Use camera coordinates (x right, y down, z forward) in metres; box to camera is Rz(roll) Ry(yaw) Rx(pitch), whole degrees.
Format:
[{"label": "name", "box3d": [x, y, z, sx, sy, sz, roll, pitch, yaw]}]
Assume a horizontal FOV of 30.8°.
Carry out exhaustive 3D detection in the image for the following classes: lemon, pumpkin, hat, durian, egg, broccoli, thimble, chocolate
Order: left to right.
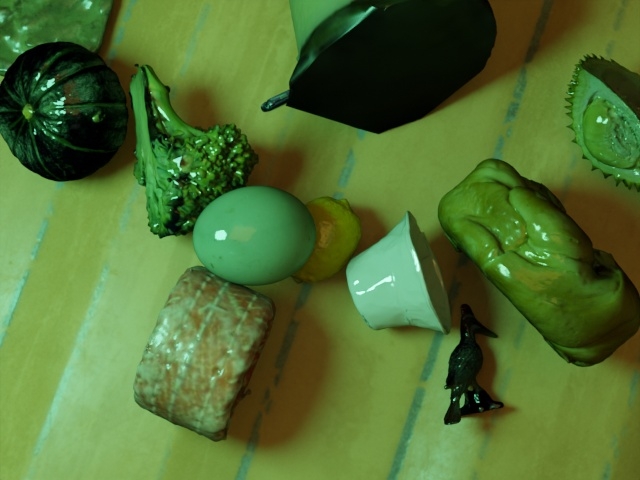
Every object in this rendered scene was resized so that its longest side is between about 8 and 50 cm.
[{"label": "pumpkin", "box3d": [-0.410, -0.203, 1.837, 0.220, 0.162, 0.220, 3, 96, 28]}, {"label": "broccoli", "box3d": [-0.192, -0.145, 1.825, 0.180, 0.242, 0.273, -7, 86, -23]}, {"label": "thimble", "box3d": [-0.172, 0.173, 1.750, 0.162, 0.239, 0.239, 22, 80, 2]}, {"label": "egg", "box3d": [-0.098, -0.007, 1.726, 0.192, 0.149, 0.149, -2, 78, -33]}, {"label": "lemon", "box3d": [0.000, 0.000, 1.841, 0.114, 0.114, 0.155, 35, 89, 6]}, {"label": "chocolate", "box3d": [0.088, -0.377, 1.831, 0.326, 0.314, 0.297, -42, 56, 31]}, {"label": "hat", "box3d": [0.117, 0.068, 1.811, 0.126, 0.203, 0.203, -21, 80, 12]}, {"label": "durian", "box3d": [0.516, -0.168, 1.844, 0.172, 0.166, 0.306, -32, 82, -8]}]

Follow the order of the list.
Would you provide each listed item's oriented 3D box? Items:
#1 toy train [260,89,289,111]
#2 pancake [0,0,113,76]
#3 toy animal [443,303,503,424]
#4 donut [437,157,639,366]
[{"label": "toy train", "box3d": [-0.061, -0.237, 1.933, 0.083, 0.017, 0.017, -26, 79, -4]}, {"label": "pancake", "box3d": [-0.490, -0.392, 1.948, 0.294, 0.049, 0.294, 1, 78, -3]}, {"label": "toy animal", "box3d": [0.232, 0.198, 1.827, 0.105, 0.070, 0.202, 21, 66, -40]}, {"label": "donut", "box3d": [0.329, 0.029, 1.728, 0.170, 0.360, 0.360, -44, 82, 6]}]
